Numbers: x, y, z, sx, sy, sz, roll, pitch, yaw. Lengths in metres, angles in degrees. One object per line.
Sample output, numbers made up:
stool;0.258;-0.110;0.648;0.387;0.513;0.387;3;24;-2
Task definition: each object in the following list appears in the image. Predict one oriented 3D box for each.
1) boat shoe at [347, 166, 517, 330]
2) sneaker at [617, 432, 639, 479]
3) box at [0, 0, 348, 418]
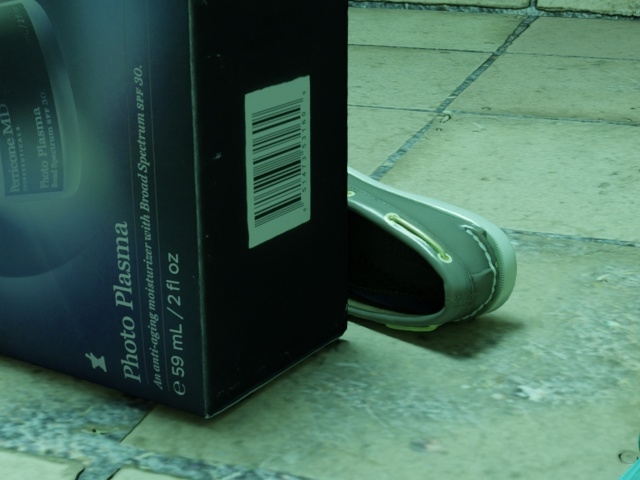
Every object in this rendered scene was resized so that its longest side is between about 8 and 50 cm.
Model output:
boat shoe;0.000;-0.004;0.928;0.305;0.109;0.091;17;20;30
sneaker;0.171;0.156;0.521;0.110;0.107;0.275;-22;10;31
box;-0.149;-0.067;0.824;0.294;0.296;0.183;11;22;32
